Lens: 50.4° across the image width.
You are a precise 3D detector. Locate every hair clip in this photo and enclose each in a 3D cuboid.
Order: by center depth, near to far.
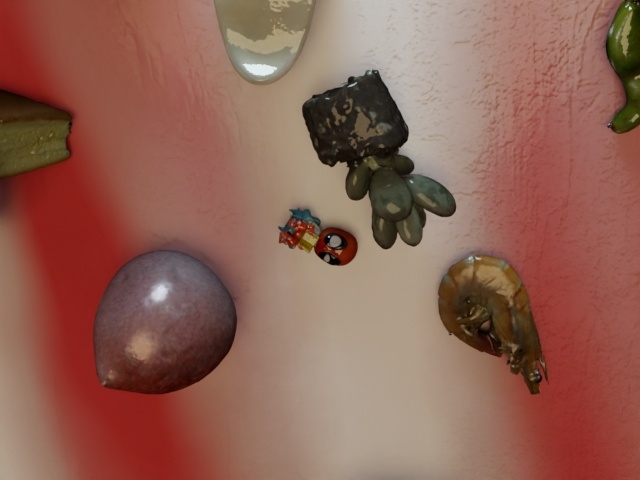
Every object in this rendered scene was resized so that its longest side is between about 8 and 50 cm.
[{"bbox_3d":[-0.076,-0.372,0.974,0.172,0.113,0.282,6,110,2],"label":"hair clip"}]

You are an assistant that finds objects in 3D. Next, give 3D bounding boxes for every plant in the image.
[{"bbox_3d":[0.086,-0.118,1.043,0.146,0.149,0.274,-25,105,30],"label":"plant"}]

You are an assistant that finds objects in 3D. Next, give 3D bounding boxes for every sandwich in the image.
[{"bbox_3d":[-0.530,-0.176,1.081,0.235,0.128,0.122,13,133,-3],"label":"sandwich"}]

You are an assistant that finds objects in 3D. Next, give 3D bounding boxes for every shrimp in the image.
[{"bbox_3d":[0.296,0.156,1.170,0.152,0.063,0.287,-20,105,14],"label":"shrimp"}]

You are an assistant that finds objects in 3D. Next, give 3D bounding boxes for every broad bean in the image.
[{"bbox_3d":[0.457,-0.263,1.004,0.070,0.048,0.214,-7,113,7],"label":"broad bean"}]

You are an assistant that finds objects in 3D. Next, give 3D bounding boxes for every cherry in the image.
[{"bbox_3d":[-0.255,0.139,1.121,0.206,0.239,0.239,-23,107,15],"label":"cherry"}]

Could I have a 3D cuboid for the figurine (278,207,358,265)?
[{"bbox_3d":[0.000,0.000,1.132,0.140,0.075,0.068,24,110,-16],"label":"figurine"}]
